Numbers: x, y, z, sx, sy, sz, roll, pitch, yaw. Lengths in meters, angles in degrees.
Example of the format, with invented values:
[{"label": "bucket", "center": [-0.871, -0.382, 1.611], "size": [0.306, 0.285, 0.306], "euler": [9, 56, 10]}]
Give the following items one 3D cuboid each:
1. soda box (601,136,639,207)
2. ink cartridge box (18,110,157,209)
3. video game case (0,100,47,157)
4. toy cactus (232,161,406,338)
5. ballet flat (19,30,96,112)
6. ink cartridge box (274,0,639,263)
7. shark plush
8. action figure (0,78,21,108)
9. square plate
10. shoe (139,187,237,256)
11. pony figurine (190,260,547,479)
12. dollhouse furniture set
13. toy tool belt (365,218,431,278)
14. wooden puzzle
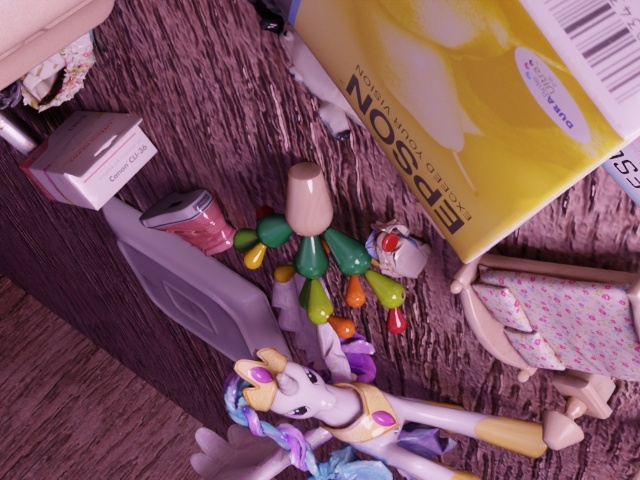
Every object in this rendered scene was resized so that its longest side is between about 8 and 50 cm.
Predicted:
[{"label": "soda box", "center": [0.200, -0.061, 0.574], "size": [0.183, 0.063, 0.058], "euler": [45, 161, -12]}, {"label": "ink cartridge box", "center": [-0.291, -0.104, 1.276], "size": [0.198, 0.115, 0.067], "euler": [12, 146, 53]}, {"label": "video game case", "center": [-0.436, -0.159, 1.432], "size": [0.206, 0.026, 0.227], "euler": [43, 178, -27]}, {"label": "toy cactus", "center": [0.000, 0.000, 1.043], "size": [0.219, 0.112, 0.181], "euler": [30, 139, 36]}, {"label": "ballet flat", "center": [-0.310, -0.207, 1.149], "size": [0.091, 0.077, 0.241], "euler": [41, 160, -1]}, {"label": "ink cartridge box", "center": [0.038, -0.137, 0.587], "size": [0.304, 0.072, 0.307], "euler": [54, 160, 7]}, {"label": "shark plush", "center": [-0.003, -0.136, 0.797], "size": [0.161, 0.073, 0.067], "euler": [32, -171, 8]}, {"label": "action figure", "center": [-0.448, -0.254, 1.267], "size": [0.185, 0.099, 0.285], "euler": [33, 168, -19]}, {"label": "square plate", "center": [-0.200, 0.097, 1.640], "size": [0.344, 0.049, 0.347], "euler": [30, 157, 24]}, {"label": "shoe", "center": [-0.176, -0.019, 1.328], "size": [0.081, 0.063, 0.178], "euler": [53, 153, -19]}, {"label": "pony figurine", "center": [0.025, 0.192, 1.167], "size": [0.363, 0.303, 0.351], "euler": [22, 170, -19]}, {"label": "dollhouse furniture set", "center": [0.231, 0.137, 0.778], "size": [0.355, 0.174, 0.303], "euler": [50, 157, -26]}, {"label": "toy tool belt", "center": [0.066, 0.005, 0.965], "size": [0.051, 0.052, 0.083], "euler": [31, 178, 39]}, {"label": "wooden puzzle", "center": [-0.249, -0.173, 0.765], "size": [0.081, 0.322, 0.347], "euler": [55, 156, -14]}]
